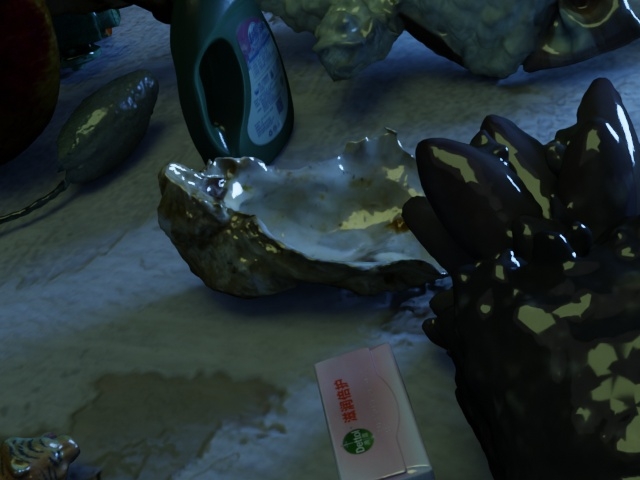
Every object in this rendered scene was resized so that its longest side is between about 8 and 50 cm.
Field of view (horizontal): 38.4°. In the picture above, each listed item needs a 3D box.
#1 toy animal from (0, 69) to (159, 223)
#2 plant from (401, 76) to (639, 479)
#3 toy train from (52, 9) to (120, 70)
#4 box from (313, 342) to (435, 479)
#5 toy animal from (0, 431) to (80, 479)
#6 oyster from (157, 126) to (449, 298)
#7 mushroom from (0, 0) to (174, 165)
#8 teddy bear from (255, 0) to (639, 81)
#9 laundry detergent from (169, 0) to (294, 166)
[{"bbox_3d":[-0.248,-0.077,0.900,0.253,0.070,0.079,-46,17,-19],"label":"toy animal"},{"bbox_3d":[0.160,0.043,0.510,0.194,0.182,0.321,-15,43,1],"label":"plant"},{"bbox_3d":[-0.386,-0.257,1.135,0.285,0.116,0.177,-17,26,-1],"label":"toy train"},{"bbox_3d":[0.037,0.129,0.485,0.043,0.125,0.089,-17,37,1],"label":"box"},{"bbox_3d":[-0.278,0.172,0.599,0.241,0.057,0.099,-26,39,-13],"label":"toy animal"},{"bbox_3d":[-0.009,-0.008,0.710,0.232,0.107,0.162,3,33,-5],"label":"oyster"},{"bbox_3d":[-0.371,-0.266,0.933,0.334,0.331,0.356,-1,46,38],"label":"mushroom"},{"bbox_3d":[0.070,-0.307,0.866,0.362,0.375,0.328,12,77,55],"label":"teddy bear"},{"bbox_3d":[-0.087,-0.162,0.818,0.063,0.211,0.137,9,45,28],"label":"laundry detergent"}]
